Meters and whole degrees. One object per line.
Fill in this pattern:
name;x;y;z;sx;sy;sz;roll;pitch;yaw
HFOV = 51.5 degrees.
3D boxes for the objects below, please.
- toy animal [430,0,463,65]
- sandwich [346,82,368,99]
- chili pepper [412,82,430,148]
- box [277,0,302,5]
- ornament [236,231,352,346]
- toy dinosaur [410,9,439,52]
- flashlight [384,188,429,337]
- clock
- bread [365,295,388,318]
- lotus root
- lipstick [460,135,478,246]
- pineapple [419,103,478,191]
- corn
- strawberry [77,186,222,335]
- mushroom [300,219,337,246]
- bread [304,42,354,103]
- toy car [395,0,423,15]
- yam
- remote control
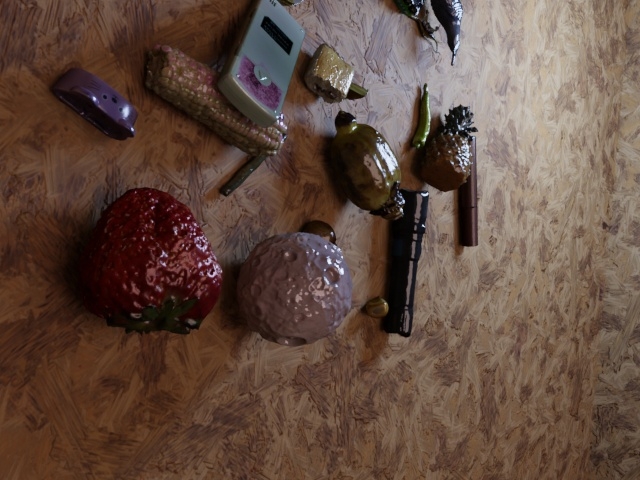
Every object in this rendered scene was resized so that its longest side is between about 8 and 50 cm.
toy animal;0.363;-0.715;1.933;0.206;0.081;0.367;-51;125;-48
sandwich;0.080;-0.385;1.718;0.031;0.083;0.044;-58;175;-32
chili pepper;0.305;-0.358;1.962;0.048;0.043;0.208;15;76;-21
box;-0.076;-0.598;1.534;0.105;0.037;0.106;-4;96;-47
ornament;-0.059;0.114;1.454;0.259;0.259;0.225;31;50;-44
toy dinosaur;0.317;-0.628;1.953;0.180;0.037;0.058;37;87;-35
flashlight;0.244;0.065;1.888;0.103;0.103;0.424;7;88;-47
clock;-0.389;-0.242;1.179;0.152;0.110;0.050;41;68;-42
bread;0.155;0.188;1.845;0.062;0.103;0.049;-14;95;-1
lotus root;0.114;-0.192;1.698;0.169;0.141;0.314;-43;114;-39
lipstick;0.480;-0.159;2.148;0.057;0.057;0.357;-10;100;-46
pineapple;0.389;-0.291;1.992;0.158;0.157;0.279;44;52;-39
corn;-0.206;-0.284;1.364;0.335;0.126;0.127;29;72;-43
strawberry;-0.308;0.032;1.217;0.257;0.257;0.277;25;59;-45
mushroom;0.007;-0.006;1.650;0.129;0.072;0.088;10;53;-50
bread;0.017;-0.403;1.623;0.125;0.082;0.106;33;59;-32
toy car;0.226;-0.699;1.827;0.165;0.062;0.071;44;62;-40
yam;-0.149;-0.178;1.504;0.234;0.029;0.027;-50;153;-34
remote control;-0.118;-0.388;1.401;0.145;0.050;0.344;41;42;-28
